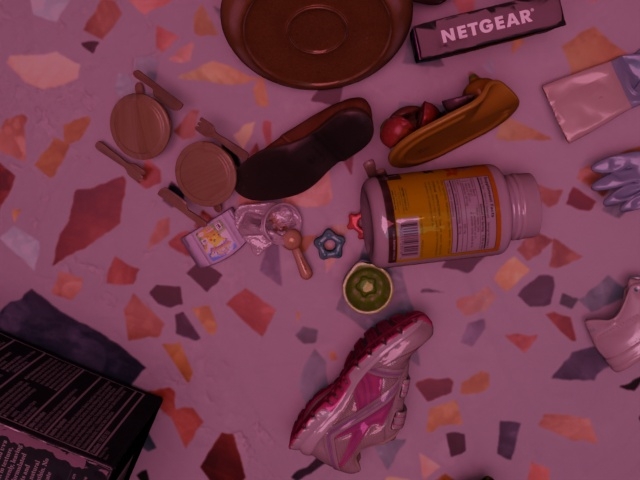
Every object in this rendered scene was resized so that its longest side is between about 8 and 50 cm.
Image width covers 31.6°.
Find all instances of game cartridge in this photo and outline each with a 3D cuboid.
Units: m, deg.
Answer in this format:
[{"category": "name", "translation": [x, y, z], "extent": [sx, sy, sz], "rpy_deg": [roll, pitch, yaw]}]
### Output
[{"category": "game cartridge", "translation": [-0.138, 0.000, 1.504], "extent": [0.083, 0.017, 0.056], "rpy_deg": [-32, 98, 6]}]

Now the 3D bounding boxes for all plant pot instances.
[{"category": "plant pot", "translation": [-0.004, -0.264, 1.378], "extent": [0.236, 0.032, 0.236], "rpy_deg": [-2, 141, -2]}]

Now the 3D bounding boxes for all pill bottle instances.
[{"category": "pill bottle", "translation": [0.164, -0.033, 1.426], "extent": [0.215, 0.117, 0.117], "rpy_deg": [-6, 97, -7]}]

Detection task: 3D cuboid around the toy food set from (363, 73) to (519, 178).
[{"category": "toy food set", "translation": [0.138, -0.153, 1.426], "extent": [0.218, 0.128, 0.071], "rpy_deg": [-27, 74, 10]}]

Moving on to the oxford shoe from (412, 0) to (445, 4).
[{"category": "oxford shoe", "translation": [0.001, -0.353, 1.388], "extent": [0.364, 0.130, 0.132], "rpy_deg": [17, 130, -21]}]

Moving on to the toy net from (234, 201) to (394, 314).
[{"category": "toy net", "translation": [0.000, 0.000, 1.475], "extent": [0.232, 0.045, 0.122], "rpy_deg": [26, 99, -5]}]

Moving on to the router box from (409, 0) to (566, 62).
[{"category": "router box", "translation": [0.201, -0.261, 1.396], "extent": [0.179, 0.133, 0.046], "rpy_deg": [-13, 96, 5]}]

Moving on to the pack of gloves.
[{"category": "pack of gloves", "translation": [0.429, -0.155, 1.454], "extent": [0.232, 0.046, 0.195], "rpy_deg": [-24, 84, 3]}]

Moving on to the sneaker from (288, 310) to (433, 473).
[{"category": "sneaker", "translation": [0.072, 0.202, 1.484], "extent": [0.111, 0.103, 0.252], "rpy_deg": [38, 104, -6]}]

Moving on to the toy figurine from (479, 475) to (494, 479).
[{"category": "toy figurine", "translation": [0.097, 0.478, 1.474], "extent": [0.217, 0.191, 0.362], "rpy_deg": [10, 96, 6]}]

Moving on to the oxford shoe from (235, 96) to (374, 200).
[{"category": "oxford shoe", "translation": [-0.020, -0.117, 1.462], "extent": [0.212, 0.076, 0.076], "rpy_deg": [-26, 118, 21]}]

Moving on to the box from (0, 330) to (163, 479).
[{"category": "box", "translation": [-0.388, 0.254, 1.409], "extent": [0.294, 0.296, 0.182], "rpy_deg": [24, 98, 1]}]

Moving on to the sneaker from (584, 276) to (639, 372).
[{"category": "sneaker", "translation": [0.441, 0.075, 1.460], "extent": [0.212, 0.080, 0.094], "rpy_deg": [-37, 82, 8]}]

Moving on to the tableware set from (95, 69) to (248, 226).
[{"category": "tableware set", "translation": [-0.187, -0.120, 1.475], "extent": [0.194, 0.039, 0.128], "rpy_deg": [37, 114, 6]}]
